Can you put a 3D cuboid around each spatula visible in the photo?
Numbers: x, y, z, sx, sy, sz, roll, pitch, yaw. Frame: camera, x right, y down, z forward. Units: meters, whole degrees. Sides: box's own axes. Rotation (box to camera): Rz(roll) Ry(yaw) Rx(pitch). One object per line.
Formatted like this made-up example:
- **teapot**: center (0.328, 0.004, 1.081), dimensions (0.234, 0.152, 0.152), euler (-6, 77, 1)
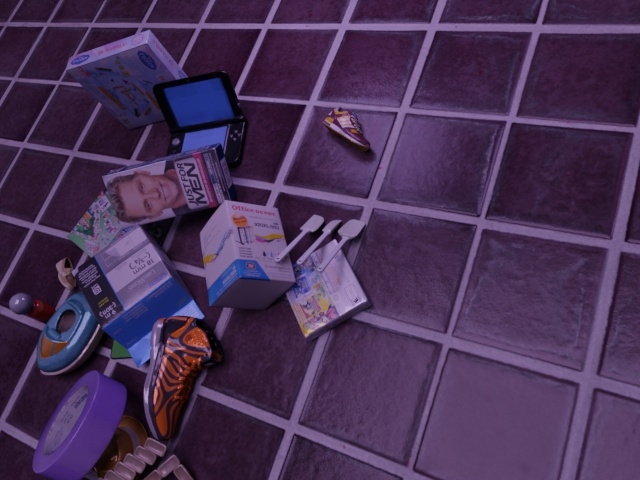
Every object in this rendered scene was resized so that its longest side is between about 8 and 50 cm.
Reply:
- **spatula**: center (0.000, 0.000, 1.438), dimensions (0.168, 0.019, 0.242), euler (13, 36, 24)

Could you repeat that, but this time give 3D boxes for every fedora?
- **fedora**: center (-0.546, 0.557, 1.452), dimensions (0.194, 0.079, 0.195), euler (-10, 63, 19)

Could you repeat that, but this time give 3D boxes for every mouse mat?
- **mouse mat**: center (-0.550, 0.257, 1.637), dimensions (0.152, 0.007, 0.190), euler (-7, 63, 20)

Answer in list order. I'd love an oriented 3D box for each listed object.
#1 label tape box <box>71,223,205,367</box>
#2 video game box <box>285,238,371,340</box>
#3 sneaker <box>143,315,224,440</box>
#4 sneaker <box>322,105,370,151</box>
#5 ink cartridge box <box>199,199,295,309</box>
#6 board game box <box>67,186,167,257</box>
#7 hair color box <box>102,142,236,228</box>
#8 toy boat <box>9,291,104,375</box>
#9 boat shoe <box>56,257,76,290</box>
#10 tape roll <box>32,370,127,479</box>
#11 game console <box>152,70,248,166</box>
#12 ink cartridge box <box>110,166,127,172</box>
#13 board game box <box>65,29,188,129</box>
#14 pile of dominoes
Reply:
- **label tape box**: center (-0.523, 0.151, 1.576), dimensions (0.240, 0.106, 0.334), euler (-37, 64, -6)
- **video game box**: center (0.007, 0.127, 1.433), dimensions (0.187, 0.048, 0.205), euler (-30, 58, 5)
- **sneaker**: center (-0.352, 0.354, 1.439), dimensions (0.179, 0.124, 0.321), euler (-5, 75, 9)
- **sneaker**: center (0.088, -0.330, 1.597), dimensions (0.185, 0.069, 0.084), euler (40, 91, 31)
- **ink cartridge box**: center (-0.198, 0.040, 1.454), dimensions (0.168, 0.171, 0.233), euler (-43, 51, 40)
- **board game box**: center (-0.670, -0.022, 1.796), dimensions (0.317, 0.046, 0.214), euler (31, 82, 31)
- **hair color box**: center (-0.445, -0.162, 1.643), dimensions (0.347, 0.174, 0.105), euler (-13, 18, 6)
- **toy boat**: center (-0.806, 0.255, 1.665), dimensions (0.318, 0.148, 0.268), euler (22, 77, 30)
- **boat shoe**: center (-0.827, 0.107, 1.800), dimensions (0.045, 0.050, 0.135), euler (-44, 57, 6)
- **tape roll**: center (-0.629, 0.485, 1.441), dimensions (0.274, 0.090, 0.275), euler (-36, 30, 25)
- **game console**: center (-0.403, -0.372, 1.769), dimensions (0.292, 0.173, 0.250), euler (-5, 65, 22)
- **ink cartridge box**: center (-0.561, -0.196, 1.770), dimensions (0.179, 0.145, 0.045), euler (-14, 62, 16)
- **board game box**: center (-0.610, -0.523, 1.843), dimensions (0.317, 0.319, 0.066), euler (-9, 60, 18)
- **pile of dominoes**: center (-0.444, 0.630, 1.386), dimensions (0.251, 0.040, 0.196), euler (-40, 79, -1)
